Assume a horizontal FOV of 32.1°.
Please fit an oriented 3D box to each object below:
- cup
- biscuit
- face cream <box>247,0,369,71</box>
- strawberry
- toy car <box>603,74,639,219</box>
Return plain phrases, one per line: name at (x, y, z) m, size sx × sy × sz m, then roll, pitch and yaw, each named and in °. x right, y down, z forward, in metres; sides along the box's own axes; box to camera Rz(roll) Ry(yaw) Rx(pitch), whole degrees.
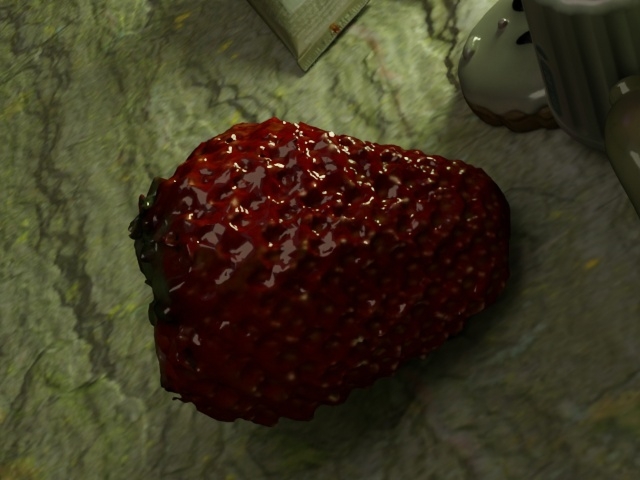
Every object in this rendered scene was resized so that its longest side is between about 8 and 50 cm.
cup at (0.237, -0.203, 0.965) m, size 0.221 × 0.202 × 0.167 m, roll 22°, pitch 74°, yaw 32°
biscuit at (0.224, -0.207, 1.142) m, size 0.181 × 0.049 × 0.208 m, roll 5°, pitch 64°, yaw 44°
face cream at (-0.057, -0.355, 1.511) m, size 0.137 × 0.084 × 0.341 m, roll -47°, pitch 47°, yaw 5°
strawberry at (0.000, 0.000, 1.033) m, size 0.351 × 0.267 × 0.312 m, roll -15°, pitch 38°, yaw 1°
toy car at (0.323, -0.033, 0.761) m, size 0.242 × 0.226 × 0.336 m, roll -24°, pitch 46°, yaw 27°
